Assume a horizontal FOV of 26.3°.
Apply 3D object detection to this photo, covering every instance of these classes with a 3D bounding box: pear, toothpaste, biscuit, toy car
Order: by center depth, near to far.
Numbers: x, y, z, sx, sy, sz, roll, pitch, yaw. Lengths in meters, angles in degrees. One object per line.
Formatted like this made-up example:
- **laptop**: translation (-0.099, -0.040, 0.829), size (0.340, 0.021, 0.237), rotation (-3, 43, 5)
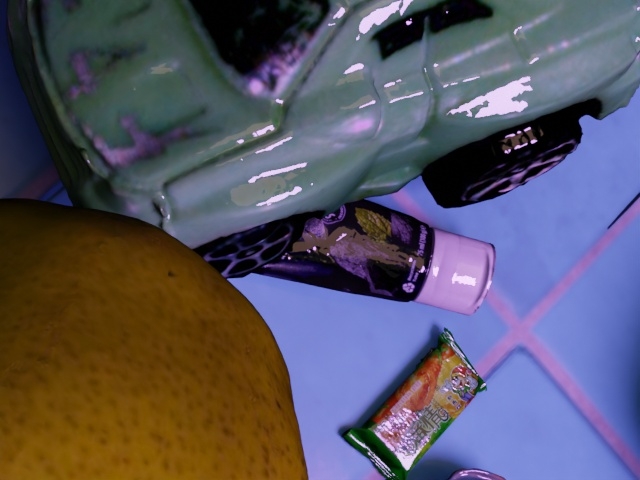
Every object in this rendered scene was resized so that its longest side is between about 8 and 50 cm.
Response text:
- **pear**: translation (-0.142, 0.129, 0.587), size (0.294, 0.294, 0.294), rotation (2, 83, -18)
- **toy car**: translation (0.028, -0.128, 0.707), size (0.359, 0.176, 0.213), rotation (-18, 75, -19)
- **toothpaste**: translation (0.000, 0.000, 0.772), size (0.193, 0.045, 0.071), rotation (17, 75, -10)
- **biscuit**: translation (0.058, 0.097, 0.791), size (0.046, 0.016, 0.089), rotation (47, 72, -8)

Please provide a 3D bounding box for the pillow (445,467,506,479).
- **pillow**: translation (0.135, 0.250, 0.764), size (0.233, 0.086, 0.214), rotation (18, 73, -18)
